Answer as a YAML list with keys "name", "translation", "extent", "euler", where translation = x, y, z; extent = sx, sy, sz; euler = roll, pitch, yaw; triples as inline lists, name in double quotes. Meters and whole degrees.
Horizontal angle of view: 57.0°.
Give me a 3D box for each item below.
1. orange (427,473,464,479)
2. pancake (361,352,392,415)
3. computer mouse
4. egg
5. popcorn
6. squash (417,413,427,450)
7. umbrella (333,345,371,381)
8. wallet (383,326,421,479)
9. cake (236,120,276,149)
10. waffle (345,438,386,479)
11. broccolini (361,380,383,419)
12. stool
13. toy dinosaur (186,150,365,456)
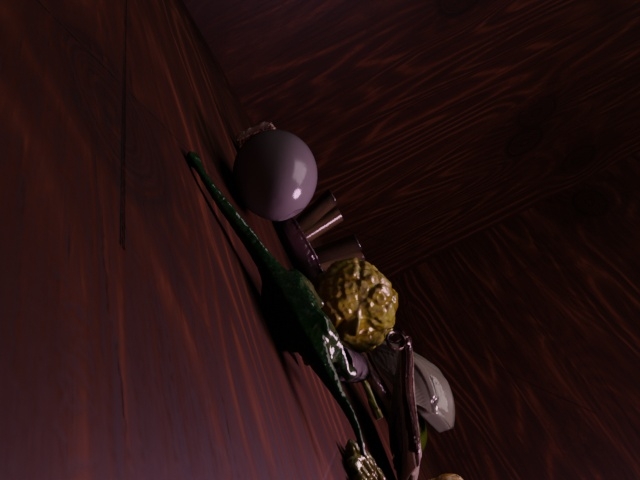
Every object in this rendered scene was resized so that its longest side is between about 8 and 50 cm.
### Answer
- name: "orange"
  translation: [0.286, 0.619, 1.386]
  extent: [0.134, 0.156, 0.156]
  euler: [20, -11, 15]
- name: "pancake"
  translation: [0.192, 0.478, 2.021]
  extent: [0.294, 0.049, 0.294]
  euler: [60, 0, 0]
- name: "computer mouse"
  translation: [0.314, 0.450, 1.948]
  extent: [0.228, 0.145, 0.429]
  euler: [42, 1, -42]
- name: "egg"
  translation: [-0.092, -0.132, 1.215]
  extent: [0.176, 0.176, 0.232]
  euler: [61, 5, -33]
- name: "popcorn"
  translation: [0.082, 0.166, 1.488]
  extent: [0.237, 0.206, 0.251]
  euler: [48, -10, 4]
- name: "squash"
  translation: [0.280, 0.595, 1.924]
  extent: [0.203, 0.111, 0.288]
  euler: [62, 3, 36]
- name: "umbrella"
  translation: [0.055, 0.267, 1.261]
  extent: [0.073, 0.067, 0.337]
  euler: [51, 0, 19]
- name: "wallet"
  translation: [0.190, 0.402, 1.358]
  extent: [0.335, 0.068, 0.275]
  euler: [-88, 173, -51]
- name: "cake"
  translation: [-0.154, -0.246, 1.676]
  extent: [0.135, 0.134, 0.147]
  euler: [61, 9, -74]
- name: "waffle"
  translation: [0.089, 0.397, 0.895]
  extent: [0.169, 0.036, 0.183]
  euler: [58, 4, -40]
- name: "broccolini"
  translation: [0.105, 0.378, 1.636]
  extent: [0.057, 0.071, 0.254]
  euler: [-51, -131, 47]
- name: "stool"
  translation: [0.000, 0.000, 1.666]
  extent: [0.272, 0.178, 0.272]
  euler: [62, 1, -2]
- name: "toy dinosaur"
  translation: [-0.055, 0.073, 0.845]
  extent: [0.447, 0.087, 0.301]
  euler: [55, -4, 45]
